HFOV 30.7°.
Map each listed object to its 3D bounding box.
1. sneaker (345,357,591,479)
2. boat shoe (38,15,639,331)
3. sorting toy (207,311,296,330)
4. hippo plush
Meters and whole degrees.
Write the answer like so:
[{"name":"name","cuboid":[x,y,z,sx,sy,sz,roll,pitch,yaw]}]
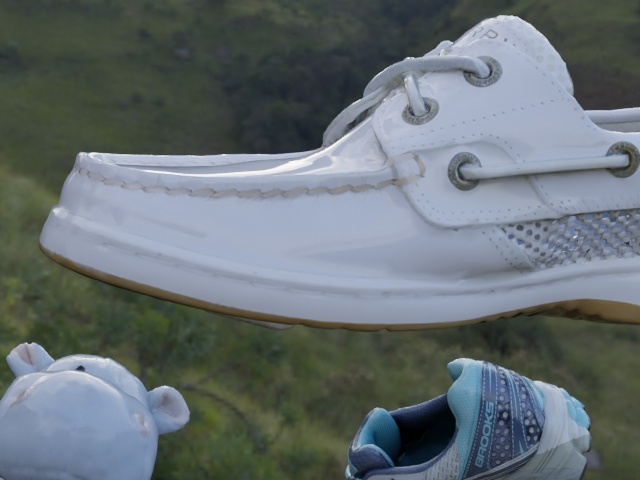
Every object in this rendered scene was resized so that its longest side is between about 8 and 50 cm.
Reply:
[{"name":"sneaker","cuboid":[0.058,0.181,0.859,0.122,0.283,0.110,33,28,-20]},{"name":"boat shoe","cuboid":[0.050,-0.026,0.384,0.277,0.096,0.098,0,13,-21]},{"name":"sorting toy","cuboid":[0.000,0.000,1.211,0.041,0.229,0.307,47,-17,-19]},{"name":"hippo plush","cuboid":[-0.175,0.214,0.877,0.234,0.236,0.294,26,-6,-1]}]
